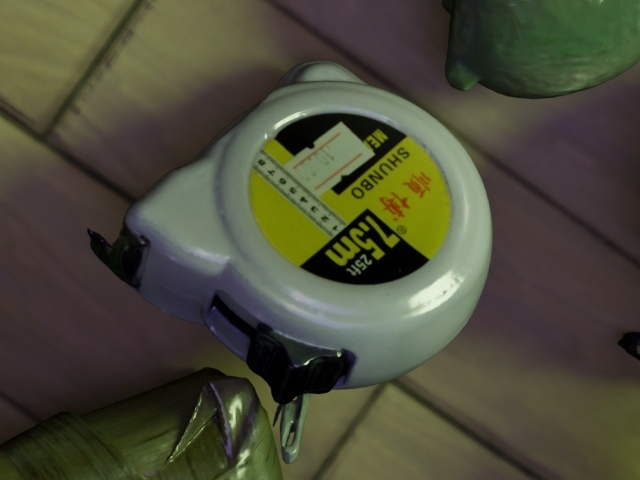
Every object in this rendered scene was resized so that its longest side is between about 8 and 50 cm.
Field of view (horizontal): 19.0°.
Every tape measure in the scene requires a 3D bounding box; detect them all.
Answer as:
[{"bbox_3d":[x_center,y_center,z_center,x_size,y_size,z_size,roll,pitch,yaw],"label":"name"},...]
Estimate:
[{"bbox_3d":[0.001,0.004,1.073,0.178,0.105,0.196,44,59,15],"label":"tape measure"}]

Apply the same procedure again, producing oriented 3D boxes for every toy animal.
[{"bbox_3d":[0.194,-0.145,1.086,0.251,0.125,0.127,4,119,-1],"label":"toy animal"}]

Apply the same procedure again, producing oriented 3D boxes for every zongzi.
[{"bbox_3d":[-0.112,0.213,1.104,0.221,0.112,0.242,-18,100,-13],"label":"zongzi"}]

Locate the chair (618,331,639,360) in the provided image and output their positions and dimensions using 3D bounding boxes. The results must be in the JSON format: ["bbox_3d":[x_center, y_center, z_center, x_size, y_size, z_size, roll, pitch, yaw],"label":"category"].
[{"bbox_3d":[0.246,0.145,1.074,0.145,0.221,0.140,9,96,-5],"label":"chair"}]
